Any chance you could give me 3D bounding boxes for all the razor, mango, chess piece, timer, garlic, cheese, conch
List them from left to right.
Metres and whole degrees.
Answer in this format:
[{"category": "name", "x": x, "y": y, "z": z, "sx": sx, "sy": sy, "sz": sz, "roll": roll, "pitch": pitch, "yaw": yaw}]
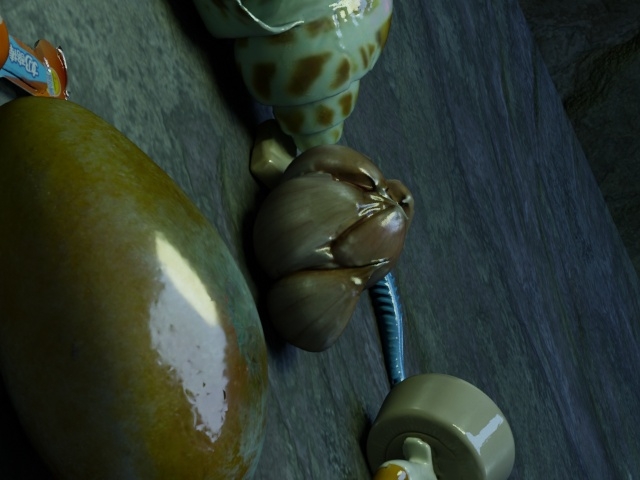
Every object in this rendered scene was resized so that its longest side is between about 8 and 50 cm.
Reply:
[{"category": "cheese", "x": -0.274, "y": -0.164, "z": 1.408, "sx": 0.256, "sy": 0.037, "sz": 0.106, "roll": 31, "pitch": 48, "yaw": -62}, {"category": "mango", "x": -0.162, "y": 0.051, "z": 1.326, "sx": 0.221, "sy": 0.199, "sz": 0.384, "roll": 5, "pitch": 58, "yaw": -62}, {"category": "conch", "x": -0.041, "y": -0.268, "z": 1.901, "sx": 0.249, "sy": 0.197, "sz": 0.368, "roll": -24, "pitch": 91, "yaw": -41}, {"category": "chess piece", "x": -0.012, "y": -0.061, "z": 2.010, "sx": 0.200, "sy": 0.090, "sz": 0.090, "roll": 41, "pitch": 36, "yaw": -38}, {"category": "garlic", "x": 0.000, "y": 0.000, "z": 1.869, "sx": 0.160, "sy": 0.191, "sz": 0.214, "roll": 38, "pitch": 54, "yaw": -1}, {"category": "razor", "x": 0.104, "y": 0.153, "z": 2.199, "sx": 0.082, "sy": 0.042, "sz": 0.253, "roll": 148, "pitch": -71, "yaw": -66}, {"category": "timer", "x": 0.095, "y": 0.289, "z": 1.949, "sx": 0.266, "sy": 0.175, "sz": 0.175, "roll": -43, "pitch": 116, "yaw": -51}]
